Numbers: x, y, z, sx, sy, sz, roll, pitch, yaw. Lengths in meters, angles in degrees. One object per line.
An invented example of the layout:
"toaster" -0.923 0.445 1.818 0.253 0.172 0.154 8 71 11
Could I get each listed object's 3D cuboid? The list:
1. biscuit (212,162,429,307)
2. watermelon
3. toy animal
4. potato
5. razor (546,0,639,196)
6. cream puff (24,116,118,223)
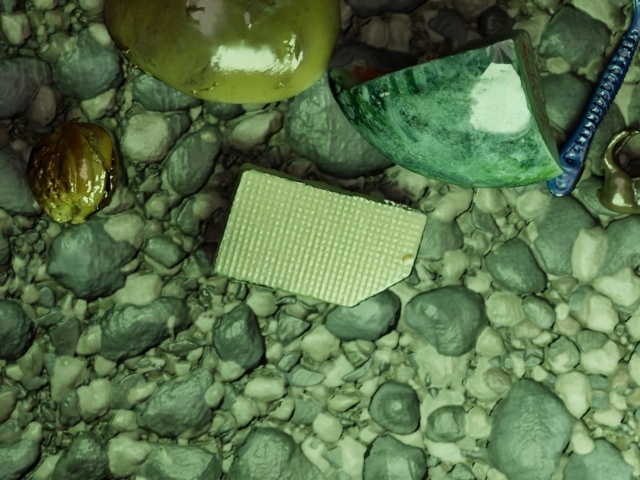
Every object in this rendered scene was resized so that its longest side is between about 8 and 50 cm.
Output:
"biscuit" 0.000 0.000 1.979 0.252 0.052 0.150 13 101 -8
"watermelon" 0.179 -0.199 1.906 0.320 0.289 0.213 26 64 2
"toy animal" 0.466 -0.060 2.022 0.214 0.094 0.186 -3 95 0
"potato" -0.112 -0.286 1.892 0.299 0.116 0.239 16 92 -11
"razor" 0.375 -0.202 2.000 0.093 0.056 0.324 26 98 4
"cream puff" -0.305 -0.084 1.889 0.104 0.119 0.133 -1 136 -42
